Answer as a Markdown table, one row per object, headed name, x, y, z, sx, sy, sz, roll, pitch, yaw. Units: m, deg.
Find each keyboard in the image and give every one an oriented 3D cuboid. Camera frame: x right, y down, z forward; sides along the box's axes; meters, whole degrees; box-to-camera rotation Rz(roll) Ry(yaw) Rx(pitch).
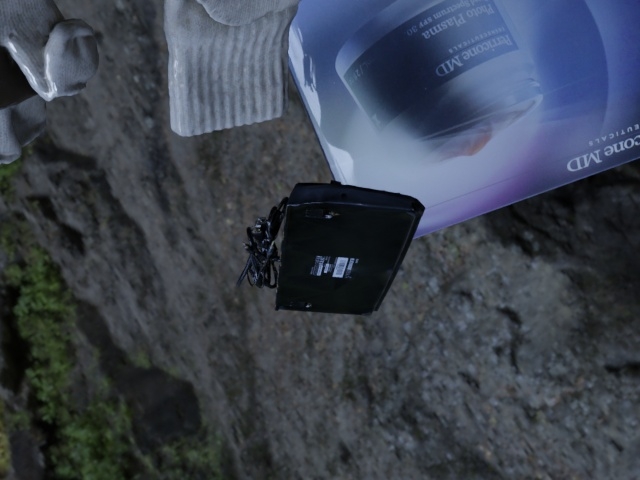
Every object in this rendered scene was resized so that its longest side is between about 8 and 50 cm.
| name | x | y | z | sx | sy | sz | roll | pitch | yaw |
| --- | --- | --- | --- | --- | --- | --- | --- | --- | --- |
| keyboard | 0.000 | 0.000 | 0.548 | 0.192 | 0.100 | 0.038 | 104 | 170 | -67 |

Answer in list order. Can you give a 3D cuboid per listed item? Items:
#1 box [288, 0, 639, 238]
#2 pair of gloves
| name | x | y | z | sx | sy | sz | roll | pitch | yaw |
| --- | --- | --- | --- | --- | --- | --- | --- | --- | --- |
| box | 0.117 | -0.188 | 0.723 | 0.183 | 0.296 | 0.294 | -100 | -12 | -57 |
| pair of gloves | -0.099 | -0.121 | 0.423 | 0.042 | 0.240 | 0.204 | 55 | 144 | 36 |
